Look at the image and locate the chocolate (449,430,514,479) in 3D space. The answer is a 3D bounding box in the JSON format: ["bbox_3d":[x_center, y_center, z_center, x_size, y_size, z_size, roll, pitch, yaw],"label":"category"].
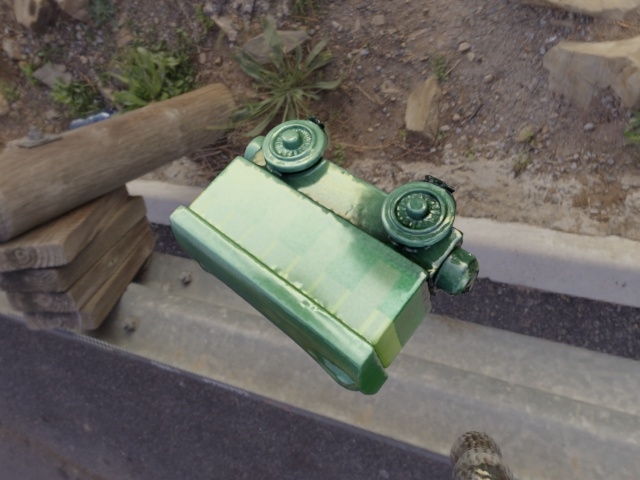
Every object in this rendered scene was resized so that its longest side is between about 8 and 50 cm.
[{"bbox_3d":[0.290,0.421,0.950,0.110,0.248,0.110,-1,83,10],"label":"chocolate"}]

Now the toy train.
[{"bbox_3d":[0.000,0.000,0.538,0.301,0.202,0.120,34,165,26],"label":"toy train"}]
